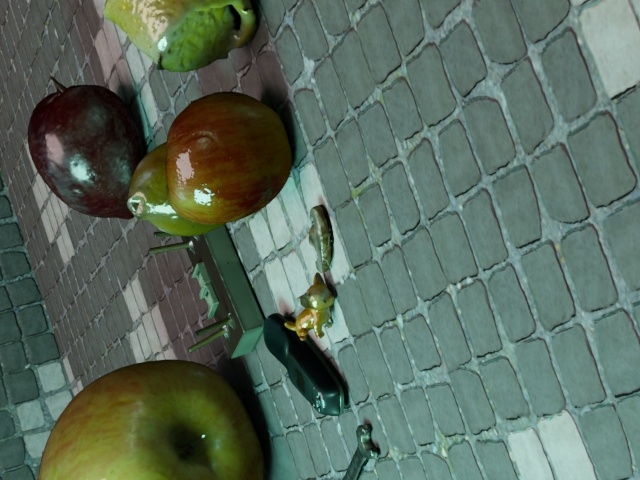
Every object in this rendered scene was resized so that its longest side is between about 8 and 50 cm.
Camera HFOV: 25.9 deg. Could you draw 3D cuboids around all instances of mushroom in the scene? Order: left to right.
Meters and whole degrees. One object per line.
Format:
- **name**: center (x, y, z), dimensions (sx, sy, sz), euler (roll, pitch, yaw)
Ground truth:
- **mushroom**: center (0.000, 0.000, 1.879), dimensions (0.049, 0.019, 0.101), euler (40, 140, 55)

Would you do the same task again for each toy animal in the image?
- **toy animal**: center (-0.015, 0.091, 1.924), dimensions (0.081, 0.060, 0.083), euler (7, 121, 29)

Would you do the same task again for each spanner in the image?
- **spanner**: center (0.046, 0.336, 2.010), dimensions (0.054, 0.015, 0.254), euler (62, 156, 27)

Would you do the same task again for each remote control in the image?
- **remote control**: center (-0.027, 0.182, 2.038), dimensions (0.222, 0.042, 0.072), euler (45, 142, 50)

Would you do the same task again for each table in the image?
- **table**: center (-0.192, 0.070, 2.265), dimensions (0.240, 0.111, 0.121), euler (66, 158, 19)

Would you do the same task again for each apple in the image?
- **apple**: center (-0.279, 0.392, 2.358), dimensions (0.346, 0.392, 0.391), euler (-47, 62, 56)
- **apple**: center (-0.132, -0.108, 1.915), dimensions (0.195, 0.173, 0.160), euler (94, 153, -47)

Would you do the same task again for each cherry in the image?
- **cherry**: center (-0.422, -0.165, 2.541), dimensions (0.230, 0.203, 0.300), euler (7, 126, 64)

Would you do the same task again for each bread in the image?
- **bread**: center (-0.193, -0.325, 1.907), dimensions (0.170, 0.197, 0.197), euler (57, 154, 20)

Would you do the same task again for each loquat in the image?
- **loquat**: center (-0.198, -0.081, 2.072), dimensions (0.152, 0.195, 0.152), euler (28, 128, 41)
